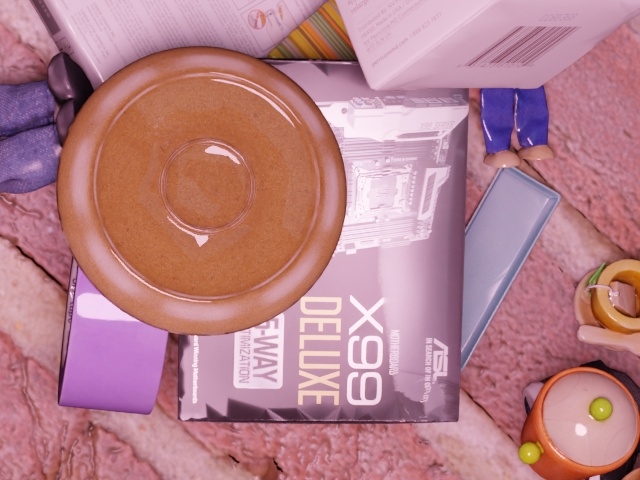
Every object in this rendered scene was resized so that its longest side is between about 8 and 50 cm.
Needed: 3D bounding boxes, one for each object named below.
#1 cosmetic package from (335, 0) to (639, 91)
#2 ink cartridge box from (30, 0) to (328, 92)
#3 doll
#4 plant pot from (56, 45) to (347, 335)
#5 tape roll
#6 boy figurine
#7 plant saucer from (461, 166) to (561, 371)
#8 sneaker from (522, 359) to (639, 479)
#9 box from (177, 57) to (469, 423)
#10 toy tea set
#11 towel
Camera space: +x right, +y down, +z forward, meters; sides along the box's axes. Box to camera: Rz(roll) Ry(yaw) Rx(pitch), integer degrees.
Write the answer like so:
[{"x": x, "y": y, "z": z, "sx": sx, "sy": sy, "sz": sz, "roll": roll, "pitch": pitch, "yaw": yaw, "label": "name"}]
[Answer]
[{"x": 0.090, "y": -0.324, "z": 1.349, "sx": 0.217, "sy": 0.156, "sz": 0.385, "roll": -5, "pitch": 69, "yaw": -44, "label": "cosmetic package"}, {"x": -0.128, "y": -0.220, "z": 1.485, "sx": 0.232, "sy": 0.066, "sz": 0.189, "roll": -35, "pitch": 100, "yaw": -27, "label": "ink cartridge box"}, {"x": 0.181, "y": -0.166, "z": 1.522, "sx": 0.129, "sy": 0.046, "sz": 0.189, "roll": -12, "pitch": 106, "yaw": -25, "label": "doll"}, {"x": -0.092, "y": -0.042, "z": 1.331, "sx": 0.236, "sy": 0.032, "sz": 0.236, "roll": 1, "pitch": 84, "yaw": -10, "label": "plant pot"}, {"x": -0.174, "y": 0.051, "z": 1.419, "sx": 0.080, "sy": 0.189, "sz": 0.189, "roll": 6, "pitch": 94, "yaw": -11, "label": "tape roll"}, {"x": -0.327, "y": -0.075, "z": 1.414, "sx": 0.285, "sy": 0.092, "sz": 0.177, "roll": -14, "pitch": 66, "yaw": 8, "label": "boy figurine"}, {"x": 0.150, "y": 0.025, "z": 1.560, "sx": 0.067, "sy": 0.018, "sz": 0.192, "roll": 30, "pitch": 89, "yaw": -11, "label": "plant saucer"}, {"x": 0.282, "y": 0.218, "z": 1.562, "sx": 0.121, "sy": 0.079, "sz": 0.217, "roll": -20, "pitch": 91, "yaw": -8, "label": "sneaker"}, {"x": 0.000, "y": 0.000, "z": 1.421, "sx": 0.242, "sy": 0.076, "sz": 0.308, "roll": 2, "pitch": 95, "yaw": -4, "label": "box"}, {"x": 0.310, "y": 0.108, "z": 1.494, "sx": 0.200, "sy": 0.124, "sz": 0.336, "roll": 26, "pitch": 65, "yaw": 0, "label": "toy tea set"}, {"x": 0.065, "y": -0.199, "z": 1.494, "sx": 0.237, "sy": 0.021, "sz": 0.102, "roll": -43, "pitch": 97, "yaw": -18, "label": "towel"}]
